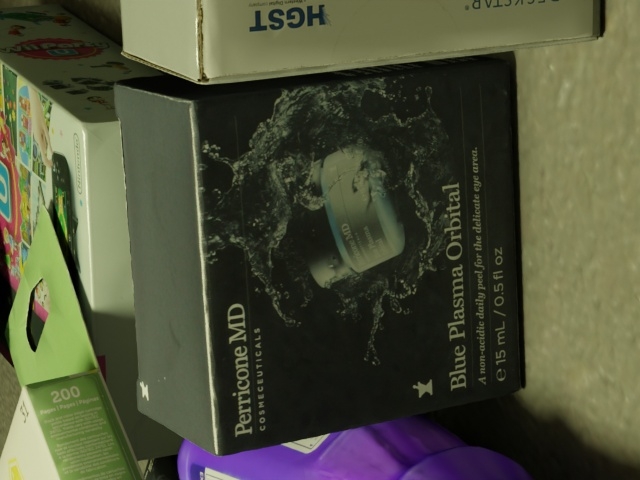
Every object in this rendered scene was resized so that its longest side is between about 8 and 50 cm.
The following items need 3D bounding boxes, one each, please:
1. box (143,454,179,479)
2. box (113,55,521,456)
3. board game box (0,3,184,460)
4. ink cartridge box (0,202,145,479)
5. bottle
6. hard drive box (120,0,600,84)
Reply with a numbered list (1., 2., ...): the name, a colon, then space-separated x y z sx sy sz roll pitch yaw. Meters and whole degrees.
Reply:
1. box: -0.097 0.175 1.251 0.067 0.018 0.083 63 149 33
2. box: 0.000 0.000 0.837 0.093 0.158 0.156 19 116 61
3. board game box: -0.163 -0.016 1.237 0.303 0.097 0.224 35 129 58
4. ink cartridge box: -0.167 0.121 1.129 0.235 0.056 0.171 65 151 24
5. bottle: 0.031 0.132 0.872 0.118 0.092 0.283 52 161 -19
6. hard drive box: 0.014 -0.188 0.725 0.089 0.181 0.232 25 120 60
